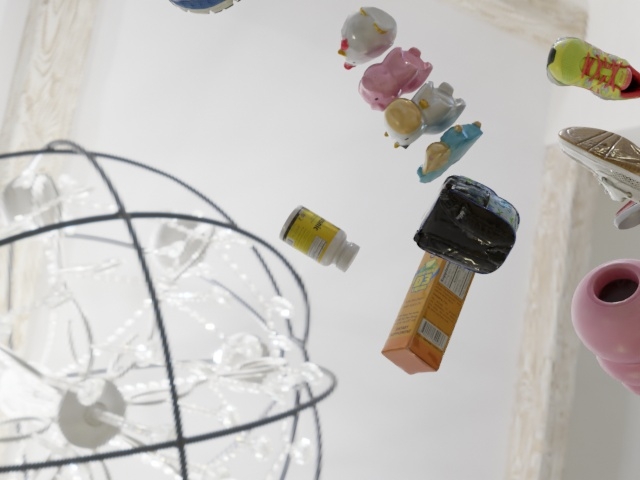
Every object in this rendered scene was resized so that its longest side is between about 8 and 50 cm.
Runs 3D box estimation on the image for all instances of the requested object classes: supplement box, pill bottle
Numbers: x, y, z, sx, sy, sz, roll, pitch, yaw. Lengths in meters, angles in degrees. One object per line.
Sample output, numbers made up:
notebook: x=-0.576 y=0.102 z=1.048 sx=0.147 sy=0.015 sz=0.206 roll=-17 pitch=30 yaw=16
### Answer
supplement box: x=0.187 y=0.105 z=1.534 sx=0.080 sy=0.078 sz=0.233 roll=39 pitch=-120 yaw=-20
pill bottle: x=0.000 y=0.000 z=1.415 sx=0.116 sy=0.065 sz=0.065 roll=32 pitch=-112 yaw=7

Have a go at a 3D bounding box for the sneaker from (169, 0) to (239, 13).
sneaker: x=-0.135 y=-0.459 z=1.399 sx=0.147 sy=0.330 sz=0.129 roll=39 pitch=-130 yaw=-37

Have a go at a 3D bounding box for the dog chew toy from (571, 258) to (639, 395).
dog chew toy: x=0.622 y=0.189 z=1.809 sx=0.206 sy=0.207 sz=0.332 roll=-53 pitch=-49 yaw=-23

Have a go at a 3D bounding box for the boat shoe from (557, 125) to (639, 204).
boat shoe: x=0.518 y=-0.107 z=1.567 sx=0.098 sy=0.277 sz=0.096 roll=-28 pitch=-43 yaw=-34

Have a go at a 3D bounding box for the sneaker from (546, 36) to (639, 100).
sneaker: x=0.450 y=-0.273 z=1.474 sx=0.209 sy=0.094 sz=0.081 roll=8 pitch=-79 yaw=-34

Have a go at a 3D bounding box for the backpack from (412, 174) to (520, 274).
backpack: x=0.191 y=-0.022 z=1.163 sx=0.114 sy=0.105 sz=0.084 roll=28 pitch=-143 yaw=2

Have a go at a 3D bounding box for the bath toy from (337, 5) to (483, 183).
bath toy: x=0.135 y=-0.270 z=1.653 sx=0.151 sy=0.129 sz=0.348 roll=-8 pitch=-124 yaw=-43

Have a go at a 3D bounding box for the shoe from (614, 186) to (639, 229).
shoe: x=0.617 y=-0.096 z=1.743 sx=0.178 sy=0.081 sz=0.063 roll=-33 pitch=-31 yaw=2
